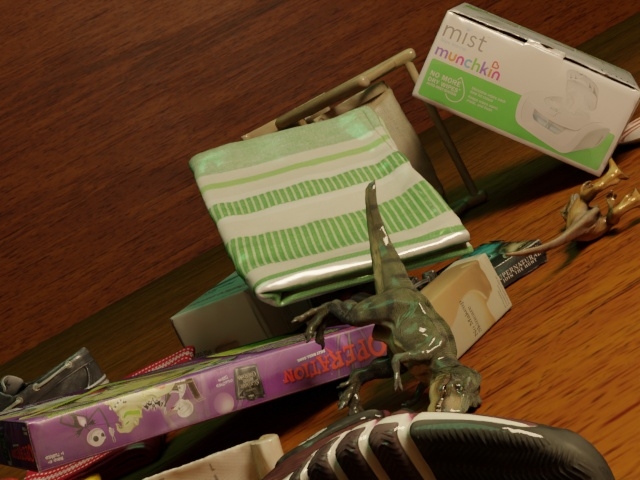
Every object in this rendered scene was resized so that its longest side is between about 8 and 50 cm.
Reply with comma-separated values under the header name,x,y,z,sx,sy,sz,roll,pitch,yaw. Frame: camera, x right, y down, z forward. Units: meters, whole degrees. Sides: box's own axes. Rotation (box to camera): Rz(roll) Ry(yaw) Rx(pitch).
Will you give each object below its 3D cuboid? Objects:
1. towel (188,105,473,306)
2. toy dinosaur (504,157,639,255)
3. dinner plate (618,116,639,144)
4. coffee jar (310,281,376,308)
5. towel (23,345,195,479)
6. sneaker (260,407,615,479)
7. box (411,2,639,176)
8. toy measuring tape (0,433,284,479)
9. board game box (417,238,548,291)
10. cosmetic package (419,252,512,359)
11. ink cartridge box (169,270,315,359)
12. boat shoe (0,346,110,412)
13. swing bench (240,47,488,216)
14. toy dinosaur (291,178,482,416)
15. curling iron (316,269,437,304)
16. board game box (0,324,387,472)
name,x,y,z,sx,sy,sz,roll,pitch,yaw
towel,0.000,-0.050,1.150,0.248,0.038,0.325,-16,35,-10
toy dinosaur,0.262,-0.018,1.003,0.112,0.064,0.211,-45,-9,22
dinner plate,0.449,-0.156,1.351,0.141,0.017,0.141,-28,6,3
coffee jar,0.000,0.000,1.281,0.079,0.184,0.096,-33,9,-34
towel,-0.252,0.219,1.200,0.199,0.031,0.275,-26,15,10
sneaker,0.048,0.128,0.568,0.281,0.106,0.162,-24,6,36
box,0.277,-0.211,1.359,0.231,0.262,0.127,-53,-14,-70
toy measuring tape,-0.186,0.225,0.778,0.330,0.121,0.121,-18,8,3
board game box,0.129,0.055,1.053,0.186,0.026,0.126,-31,7,-17
cosmetic package,0.117,0.064,0.908,0.041,0.060,0.115,-20,13,46
ink cartridge box,-0.074,0.078,1.390,0.158,0.092,0.218,-22,11,39
boat shoe,-0.471,0.258,1.571,0.301,0.102,0.108,-27,8,10
swing bench,0.062,-0.104,1.506,0.254,0.253,0.165,-21,10,40
toy dinosaur,0.048,0.073,0.839,0.118,0.064,0.268,-38,43,15
curling iron,0.049,0.063,1.067,0.068,0.035,0.274,-16,0,-21
board game box,-0.126,0.140,0.956,0.347,0.056,0.208,-13,-6,-30
